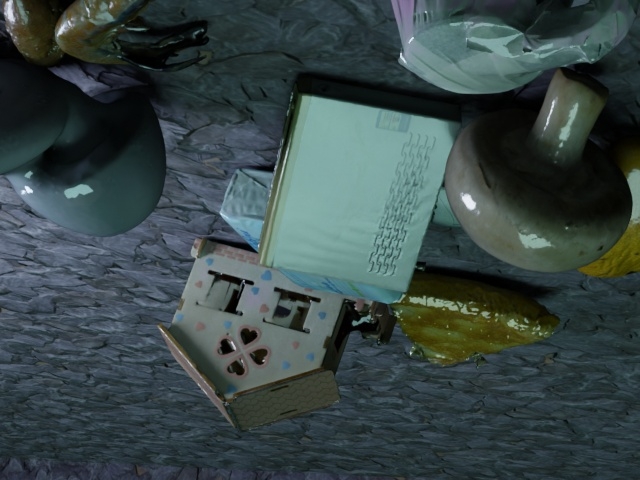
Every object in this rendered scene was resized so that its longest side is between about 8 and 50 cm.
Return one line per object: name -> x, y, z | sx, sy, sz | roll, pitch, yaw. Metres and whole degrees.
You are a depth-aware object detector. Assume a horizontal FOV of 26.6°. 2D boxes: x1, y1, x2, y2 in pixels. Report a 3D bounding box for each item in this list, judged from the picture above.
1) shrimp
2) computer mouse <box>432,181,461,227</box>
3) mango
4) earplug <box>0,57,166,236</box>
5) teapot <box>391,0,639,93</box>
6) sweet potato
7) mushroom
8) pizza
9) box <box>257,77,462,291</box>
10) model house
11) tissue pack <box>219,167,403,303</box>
shrimp -> -0.168, -0.223, 1.355 | 0.152, 0.046, 0.219 | 13, 151, -34
computer mouse -> 0.135, -0.056, 1.664 | 0.229, 0.068, 0.113 | 7, 157, 1
mango -> 0.359, -0.030, 1.597 | 0.157, 0.108, 0.262 | 11, 157, 4
earplug -> -0.327, -0.105, 1.512 | 0.326, 0.214, 0.175 | 12, 118, -23
teapot -> 0.162, -0.208, 1.116 | 0.222, 0.178, 0.163 | 4, 159, 7
sweet potato -> -0.293, -0.218, 1.418 | 0.068, 0.060, 0.206 | 1, 168, -5
mushroom -> 0.243, -0.082, 1.432 | 0.207, 0.207, 0.215 | 12, 124, -12
pizza -> 0.192, 0.124, 2.099 | 0.280, 0.075, 0.287 | 17, 155, -8
box -> 0.047, -0.060, 1.575 | 0.211, 0.045, 0.270 | 9, 132, -4
model house -> -0.076, 0.159, 1.986 | 0.326, 0.244, 0.169 | 14, 154, 11
tissue pack -> 0.000, 0.000, 1.805 | 0.177, 0.089, 0.263 | 10, 161, 25
